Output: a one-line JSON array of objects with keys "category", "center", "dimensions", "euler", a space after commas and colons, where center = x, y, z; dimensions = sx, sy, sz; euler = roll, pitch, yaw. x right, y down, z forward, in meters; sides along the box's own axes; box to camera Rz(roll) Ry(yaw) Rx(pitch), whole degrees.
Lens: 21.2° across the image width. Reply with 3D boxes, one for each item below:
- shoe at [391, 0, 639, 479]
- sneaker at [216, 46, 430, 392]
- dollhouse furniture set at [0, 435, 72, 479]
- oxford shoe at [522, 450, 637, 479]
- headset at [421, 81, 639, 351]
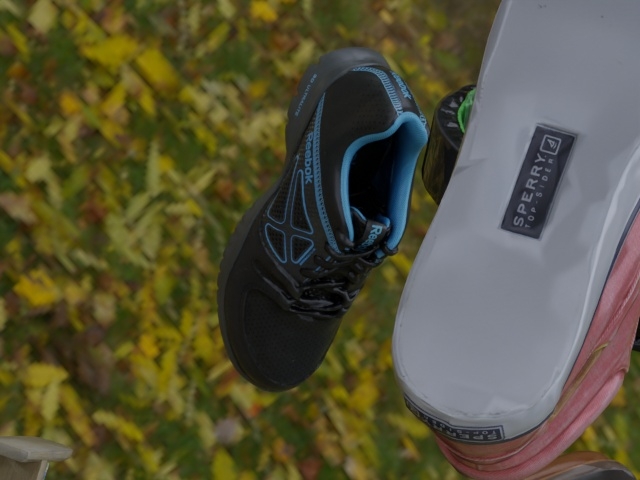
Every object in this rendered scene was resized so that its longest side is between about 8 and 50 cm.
[{"category": "shoe", "center": [0.072, -0.018, 0.486], "dimensions": [0.063, 0.081, 0.178], "euler": [20, 74, 17]}, {"category": "sneaker", "center": [0.000, 0.000, 1.556], "dimensions": [0.125, 0.341, 0.140], "euler": [5, 24, -28]}, {"category": "dollhouse furniture set", "center": [-0.241, 0.275, 1.428], "dimensions": [0.242, 0.212, 0.161], "euler": [16, -1, 19]}, {"category": "oxford shoe", "center": [0.045, 0.142, 0.807], "dimensions": [0.076, 0.212, 0.076], "euler": [-110, 175, -49]}, {"category": "headset", "center": [0.259, -0.038, 1.118], "dimensions": [0.394, 0.185, 0.243], "euler": [25, 28, 24]}]
